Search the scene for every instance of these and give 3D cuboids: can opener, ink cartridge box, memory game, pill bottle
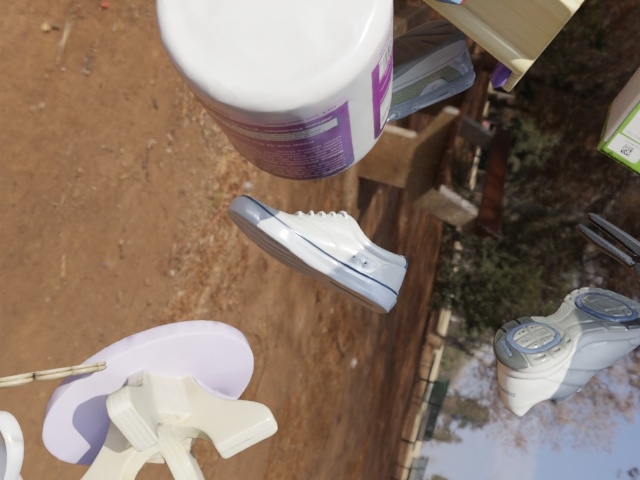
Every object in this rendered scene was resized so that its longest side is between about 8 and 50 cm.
[{"bbox_3d":[0.494,0.020,1.117,0.059,0.186,0.073,-41,152,0],"label":"can opener"},{"bbox_3d":[0.470,-0.217,0.871,0.189,0.097,0.255,-48,170,-53],"label":"ink cartridge box"},{"bbox_3d":[-0.322,0.148,0.740,0.186,0.186,0.012,36,44,-80],"label":"memory game"},{"bbox_3d":[-0.021,-0.147,0.612,0.301,0.169,0.170,60,47,-80],"label":"pill bottle"}]

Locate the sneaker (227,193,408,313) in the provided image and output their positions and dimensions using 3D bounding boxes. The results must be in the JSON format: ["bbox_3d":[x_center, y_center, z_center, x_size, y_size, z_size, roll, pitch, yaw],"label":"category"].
[{"bbox_3d":[0.000,0.000,0.938,0.091,0.258,0.094,-62,-167,-17],"label":"sneaker"}]

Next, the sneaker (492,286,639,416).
[{"bbox_3d":[0.368,0.158,1.022,0.111,0.296,0.130,-134,-143,-52],"label":"sneaker"}]

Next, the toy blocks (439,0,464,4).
[{"bbox_3d":[0.095,-0.391,0.624,0.191,0.260,0.382,45,-61,60],"label":"toy blocks"}]

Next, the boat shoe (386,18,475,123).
[{"bbox_3d":[0.066,-0.188,0.974,0.103,0.320,0.118,59,0,-38],"label":"boat shoe"}]

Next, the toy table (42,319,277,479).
[{"bbox_3d":[-0.193,0.227,0.834,0.252,0.274,0.161,54,1,-36],"label":"toy table"}]

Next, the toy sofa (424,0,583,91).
[{"bbox_3d":[0.284,-0.362,0.840,0.362,0.150,0.177,-48,176,-22],"label":"toy sofa"}]

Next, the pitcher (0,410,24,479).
[{"bbox_3d":[-0.379,0.292,0.783,0.125,0.177,0.207,-4,85,-50],"label":"pitcher"}]
